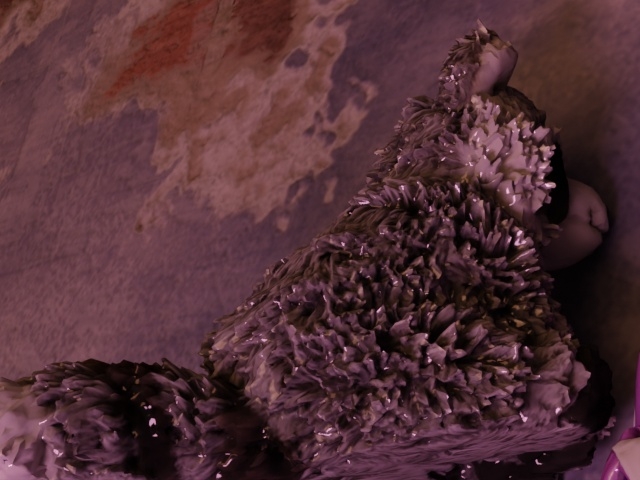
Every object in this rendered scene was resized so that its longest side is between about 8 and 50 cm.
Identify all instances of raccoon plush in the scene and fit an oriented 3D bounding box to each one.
[{"bbox_3d":[0.000,0.000,0.813,0.216,0.446,0.299,-37,53,44],"label":"raccoon plush"}]

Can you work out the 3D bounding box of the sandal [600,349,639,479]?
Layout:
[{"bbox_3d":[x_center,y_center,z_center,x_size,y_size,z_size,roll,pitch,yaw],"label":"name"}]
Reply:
[{"bbox_3d":[0.185,0.195,0.666,0.169,0.102,0.416,129,151,-55],"label":"sandal"}]
